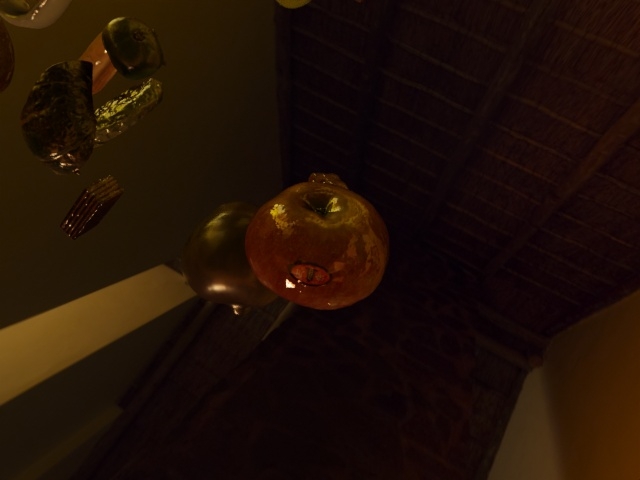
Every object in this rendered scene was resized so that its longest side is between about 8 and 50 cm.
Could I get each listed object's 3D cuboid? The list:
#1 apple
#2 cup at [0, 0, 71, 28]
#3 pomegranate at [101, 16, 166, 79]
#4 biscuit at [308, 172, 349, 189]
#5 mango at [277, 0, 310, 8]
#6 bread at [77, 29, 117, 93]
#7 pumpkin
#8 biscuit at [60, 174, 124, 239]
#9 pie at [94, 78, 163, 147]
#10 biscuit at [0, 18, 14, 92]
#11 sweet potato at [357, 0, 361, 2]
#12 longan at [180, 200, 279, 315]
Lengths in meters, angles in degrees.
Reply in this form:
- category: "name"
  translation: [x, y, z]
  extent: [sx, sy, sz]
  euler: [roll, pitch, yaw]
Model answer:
- category: "apple"
  translation: [0.000, 0.000, 1.045]
  extent: [0.308, 0.278, 0.250]
  euler: [12, -36, -21]
- category: "cup"
  translation: [-0.267, -0.338, 0.455]
  extent: [0.233, 0.186, 0.258]
  euler: [14, -65, 22]
- category: "pomegranate"
  translation: [-0.466, -0.491, 1.249]
  extent: [0.130, 0.191, 0.152]
  euler: [-22, -83, 15]
- category: "biscuit"
  translation: [0.029, -0.027, 1.459]
  extent: [0.074, 0.381, 0.359]
  euler: [-11, -64, -15]
- category: "mango"
  translation: [-0.054, -0.689, 1.102]
  extent: [0.175, 0.143, 0.293]
  euler: [13, -58, -4]
- category: "bread"
  translation: [-0.713, -0.581, 1.566]
  extent: [0.305, 0.142, 0.091]
  euler: [-26, -86, 34]
- category: "pumpkin"
  translation: [-0.604, -0.283, 1.142]
  extent: [0.163, 0.111, 0.279]
  euler: [40, -80, 17]
- category: "biscuit"
  translation: [-0.712, -0.103, 1.506]
  extent: [0.070, 0.106, 0.252]
  euler: [47, -54, -9]
- category: "pie"
  translation: [-0.576, -0.367, 1.383]
  extent: [0.306, 0.307, 0.071]
  euler: [-14, -54, 22]
- category: "biscuit"
  translation: [-1.051, -0.509, 1.299]
  extent: [0.070, 0.393, 0.351]
  euler: [11, -71, 58]
- category: "sweet potato"
  translation: [-0.043, -0.540, 0.907]
  extent: [0.309, 0.098, 0.124]
  euler: [32, -86, -22]
- category: "longan"
  translation: [-0.213, 0.052, 1.235]
  extent: [0.300, 0.243, 0.301]
  euler: [8, -75, 32]
